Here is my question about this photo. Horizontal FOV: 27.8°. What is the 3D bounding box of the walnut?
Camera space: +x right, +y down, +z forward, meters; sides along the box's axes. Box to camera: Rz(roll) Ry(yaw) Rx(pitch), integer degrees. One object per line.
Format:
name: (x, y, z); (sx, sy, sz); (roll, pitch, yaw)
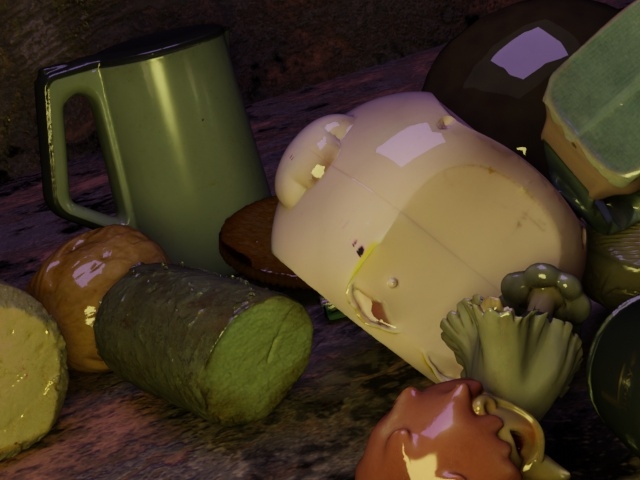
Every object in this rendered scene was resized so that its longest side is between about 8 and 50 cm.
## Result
walnut: (-0.296, 0.081, 1.735); (0.195, 0.195, 0.221); (-1, 21, 38)

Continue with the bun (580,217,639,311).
bun: (0.369, 0.032, 1.478); (0.173, 0.113, 0.166); (19, 37, 29)

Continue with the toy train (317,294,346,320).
toy train: (0.067, 0.067, 1.725); (0.147, 0.038, 0.071); (-15, 17, 5)

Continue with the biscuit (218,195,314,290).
biscuit: (0.000, 0.000, 1.913); (0.305, 0.038, 0.305); (-1, 27, 0)

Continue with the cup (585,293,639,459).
cup: (0.326, 0.100, 1.114); (0.169, 0.223, 0.176); (-5, 6, -10)

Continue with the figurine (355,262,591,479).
figurine: (0.132, 0.173, 1.096); (0.166, 0.207, 0.387); (23, 45, 12)

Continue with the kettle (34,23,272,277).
kettle: (-0.266, -0.124, 2.043); (0.361, 0.377, 0.250); (-19, 17, -20)

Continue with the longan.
longan: (0.314, -0.157, 1.783); (0.404, 0.336, 0.405); (-1, 53, 1)

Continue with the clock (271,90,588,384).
clock: (0.113, -0.012, 1.422); (0.251, 0.368, 0.376); (-53, 15, -1)

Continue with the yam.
yam: (-0.138, 0.118, 1.516); (0.168, 0.168, 0.304); (-23, 19, -29)

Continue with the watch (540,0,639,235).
watch: (0.356, -0.117, 1.364); (0.253, 0.162, 0.241); (-41, -29, 17)

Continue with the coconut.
coconut: (-0.445, 0.146, 1.572); (0.239, 0.239, 0.244); (-25, 22, -34)
